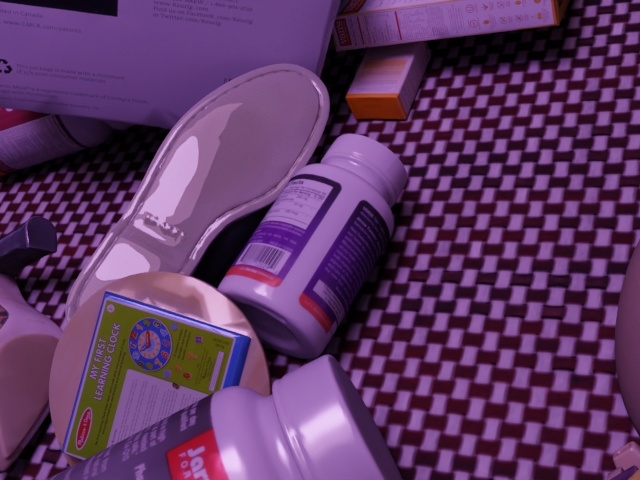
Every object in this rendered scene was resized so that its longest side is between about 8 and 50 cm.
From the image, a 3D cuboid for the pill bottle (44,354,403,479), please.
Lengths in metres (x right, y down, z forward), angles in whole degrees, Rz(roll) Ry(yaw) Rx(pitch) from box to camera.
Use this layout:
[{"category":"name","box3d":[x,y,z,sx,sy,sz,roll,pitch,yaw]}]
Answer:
[{"category":"pill bottle","box3d":[-0.087,0.205,0.649,0.283,0.161,0.161,-28,46,3]}]

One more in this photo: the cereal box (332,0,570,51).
[{"category":"cereal box","box3d":[0.147,-0.265,0.972,0.240,0.047,0.173,-1,33,27]}]

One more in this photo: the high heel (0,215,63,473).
[{"category":"high heel","box3d":[-0.342,0.120,0.924,0.186,0.093,0.261,-25,55,37]}]

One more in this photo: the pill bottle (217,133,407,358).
[{"category":"pill bottle","box3d":[0.000,0.000,0.814,0.108,0.108,0.193,15,60,34]}]

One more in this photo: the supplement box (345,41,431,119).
[{"category":"supplement box","box3d":[0.074,-0.177,0.974,0.062,0.036,0.098,5,56,30]}]

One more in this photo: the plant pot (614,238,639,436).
[{"category":"plant pot","box3d":[0.327,0.026,0.577,0.284,0.191,0.284,-13,49,15]}]

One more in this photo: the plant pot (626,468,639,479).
[{"category":"plant pot","box3d":[0.176,0.276,0.423,0.254,0.254,0.239,-42,63,-11]}]

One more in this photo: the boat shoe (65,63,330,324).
[{"category":"boat shoe","box3d":[-0.111,-0.024,0.890,0.127,0.113,0.340,30,76,6]}]

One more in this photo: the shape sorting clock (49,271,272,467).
[{"category":"shape sorting clock","box3d":[-0.138,0.129,0.767,0.206,0.040,0.206,0,88,12]}]

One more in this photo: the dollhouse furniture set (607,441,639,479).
[{"category":"dollhouse furniture set","box3d":[0.193,0.211,0.614,0.114,0.091,0.081,-40,85,21]}]

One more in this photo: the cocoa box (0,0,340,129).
[{"category":"cocoa box","box3d":[-0.168,-0.276,0.948,0.347,0.231,0.228,5,47,-10]}]

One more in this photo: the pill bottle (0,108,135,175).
[{"category":"pill bottle","box3d":[-0.327,-0.162,1.099,0.221,0.121,0.121,-15,48,14]}]
